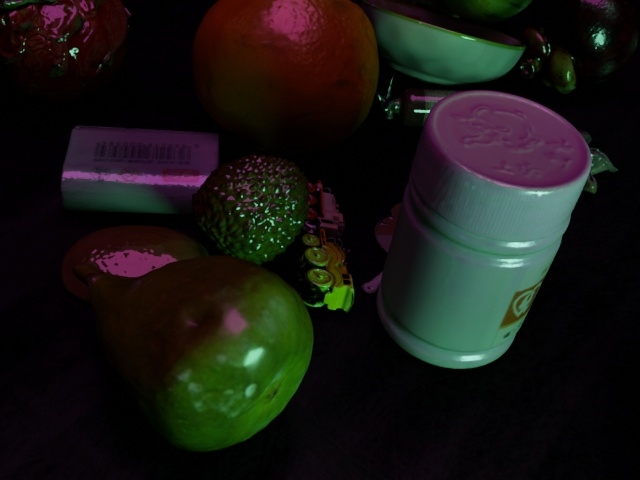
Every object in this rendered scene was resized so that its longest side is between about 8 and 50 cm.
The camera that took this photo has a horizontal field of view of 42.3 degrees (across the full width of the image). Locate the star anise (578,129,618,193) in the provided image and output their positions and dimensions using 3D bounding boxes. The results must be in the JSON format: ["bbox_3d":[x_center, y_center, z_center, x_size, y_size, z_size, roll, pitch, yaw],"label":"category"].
[{"bbox_3d":[0.428,-0.157,1.451,0.171,0.063,0.208,-7,43,-18],"label":"star anise"}]

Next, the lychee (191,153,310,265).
[{"bbox_3d":[-0.090,-0.047,1.166,0.171,0.171,0.171,4,41,-4],"label":"lychee"}]

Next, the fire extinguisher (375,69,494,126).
[{"bbox_3d":[0.206,-0.255,1.501,0.231,0.099,0.071,3,15,-7],"label":"fire extinguisher"}]

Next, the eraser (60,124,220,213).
[{"bbox_3d":[-0.270,-0.111,1.276,0.226,0.081,0.174,1,38,-6],"label":"eraser"}]

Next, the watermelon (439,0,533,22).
[{"bbox_3d":[0.335,-0.558,1.652,0.242,0.242,0.242,4,41,-4],"label":"watermelon"}]

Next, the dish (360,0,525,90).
[{"bbox_3d":[0.217,-0.362,1.584,0.324,0.124,0.324,14,21,-5],"label":"dish"}]

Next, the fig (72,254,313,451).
[{"bbox_3d":[-0.141,0.094,0.962,0.233,0.233,0.314,-13,41,-22],"label":"fig"}]

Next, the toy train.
[{"bbox_3d":[0.000,0.000,1.217,0.085,0.053,0.250,7,40,-13],"label":"toy train"}]

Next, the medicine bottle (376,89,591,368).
[{"bbox_3d":[0.195,-0.007,1.048,0.202,0.316,0.202,6,44,-6],"label":"medicine bottle"}]

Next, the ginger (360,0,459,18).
[{"bbox_3d":[0.197,-0.534,1.786,0.267,0.138,0.152,-2,47,-19],"label":"ginger"}]

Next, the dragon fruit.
[{"bbox_3d":[-0.441,-0.364,1.418,0.244,0.244,0.299,14,26,7],"label":"dragon fruit"}]

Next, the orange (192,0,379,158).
[{"bbox_3d":[-0.053,-0.285,1.345,0.312,0.312,0.312,4,41,-4],"label":"orange"}]

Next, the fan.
[{"bbox_3d":[0.132,0.020,1.245,0.152,0.008,0.226,31,46,21],"label":"fan"}]

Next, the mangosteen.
[{"bbox_3d":[0.500,-0.404,1.637,0.265,0.228,0.228,-37,52,-3],"label":"mangosteen"}]

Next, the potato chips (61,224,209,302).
[{"bbox_3d":[-0.254,0.024,1.152,0.201,0.049,0.150,4,46,-13],"label":"potato chips"}]
